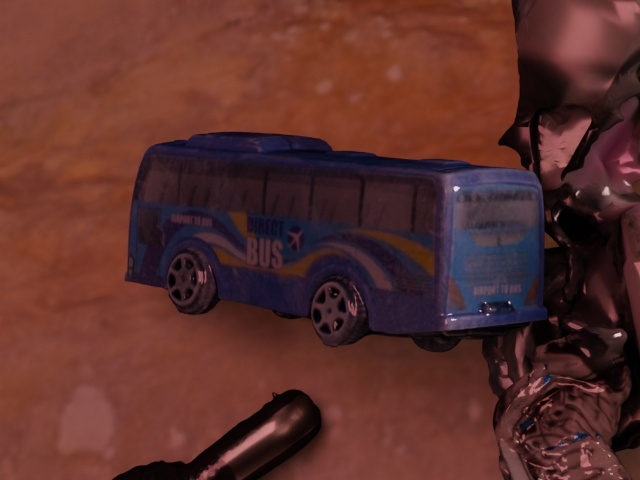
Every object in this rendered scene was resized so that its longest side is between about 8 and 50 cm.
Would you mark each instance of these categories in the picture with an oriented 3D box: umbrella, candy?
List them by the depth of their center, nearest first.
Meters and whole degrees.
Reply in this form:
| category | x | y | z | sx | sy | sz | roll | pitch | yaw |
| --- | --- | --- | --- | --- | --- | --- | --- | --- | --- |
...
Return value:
| category | x | y | z | sx | sy | sz | roll | pitch | yaw |
| --- | --- | --- | --- | --- | --- | --- | --- | --- | --- |
| candy | 0.154 | 0.142 | 0.779 | 0.094 | 0.051 | 0.226 | -30 | 93 | 25 |
| umbrella | -0.109 | 0.149 | 0.896 | 0.248 | 0.071 | 0.071 | -37 | 65 | 6 |

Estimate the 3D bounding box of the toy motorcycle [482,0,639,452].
| category | x | y | z | sx | sy | sz | roll | pitch | yaw |
| --- | --- | --- | --- | --- | --- | --- | --- | --- | --- |
| toy motorcycle | 0.178 | -0.060 | 0.822 | 0.188 | 0.143 | 0.327 | 4 | 82 | 21 |

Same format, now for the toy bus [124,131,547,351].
| category | x | y | z | sx | sy | sz | roll | pitch | yaw |
| --- | --- | --- | --- | --- | --- | --- | --- | --- | --- |
| toy bus | 0.002 | -0.002 | 0.848 | 0.236 | 0.079 | 0.094 | 9 | 93 | 47 |
